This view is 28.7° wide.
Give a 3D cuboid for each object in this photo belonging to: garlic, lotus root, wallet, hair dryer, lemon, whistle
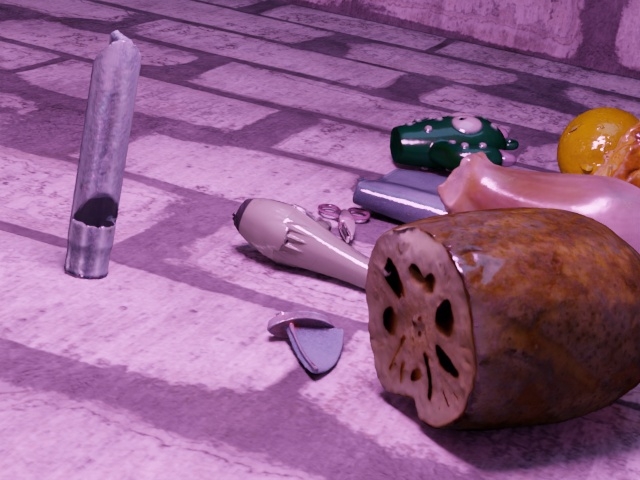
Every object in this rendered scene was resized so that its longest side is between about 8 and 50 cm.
[{"bbox_3d":[0.354,-0.007,1.712,0.340,0.246,0.231,-2,2,28],"label":"garlic"},{"bbox_3d":[0.238,0.084,1.409,0.346,0.250,0.250,-1,22,-36],"label":"lotus root"},{"bbox_3d":[0.209,-0.070,2.096,0.251,0.054,0.290,16,19,15],"label":"wallet"},{"bbox_3d":[0.014,0.013,1.772,0.219,0.088,0.225,33,14,35],"label":"hair dryer"},{"bbox_3d":[0.527,-0.159,2.325,0.173,0.173,0.206,15,30,16],"label":"lemon"},{"bbox_3d":[-0.273,-0.106,1.573,0.062,0.312,0.062,11,16,-3],"label":"whistle"}]

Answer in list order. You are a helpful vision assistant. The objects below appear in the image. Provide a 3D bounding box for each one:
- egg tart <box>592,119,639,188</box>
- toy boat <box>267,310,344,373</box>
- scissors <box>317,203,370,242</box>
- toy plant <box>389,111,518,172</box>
[{"bbox_3d":[0.610,-0.068,2.003,0.339,0.153,0.351,10,53,30],"label":"egg tart"},{"bbox_3d":[-0.006,0.129,1.476,0.096,0.034,0.122,2,29,-22],"label":"toy boat"},{"bbox_3d":[0.041,-0.028,1.940,0.085,0.022,0.176,9,17,-6],"label":"scissors"},{"bbox_3d":[0.255,-0.182,2.345,0.243,0.113,0.232,8,23,13],"label":"toy plant"}]
